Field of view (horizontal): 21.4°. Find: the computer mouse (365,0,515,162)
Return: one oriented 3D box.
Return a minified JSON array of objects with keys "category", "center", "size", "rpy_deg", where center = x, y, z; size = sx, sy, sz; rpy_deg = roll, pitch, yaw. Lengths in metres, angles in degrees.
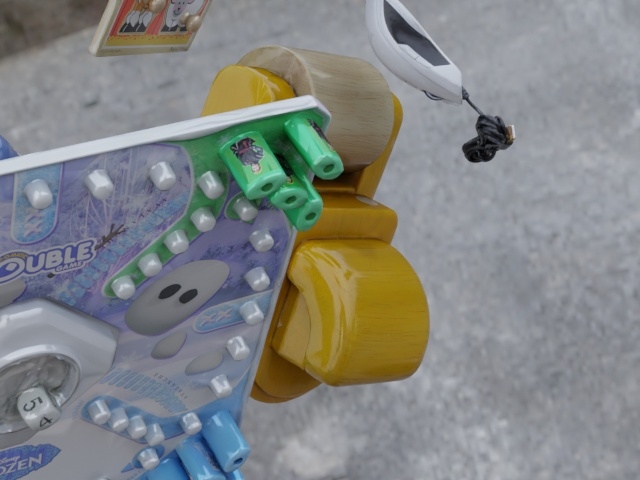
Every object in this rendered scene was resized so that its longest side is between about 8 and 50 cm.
[{"category":"computer mouse","center":[0.098,-0.147,1.540],"size":[0.042,0.193,0.106],"rpy_deg":[-43,3,-7]}]

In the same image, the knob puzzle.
[{"category":"knob puzzle","center":[-0.127,-0.259,1.611],"size":[0.030,0.213,0.213],"rpy_deg":[34,53,19]}]

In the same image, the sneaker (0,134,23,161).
[{"category":"sneaker","center":[-0.369,0.001,1.830],"size":[0.315,0.182,0.127],"rpy_deg":[-29,49,41]}]

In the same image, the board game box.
[{"category":"board game box","center":[-0.191,0.097,1.083],"size":[0.390,0.390,0.050],"rpy_deg":[-14,54,-27]}]

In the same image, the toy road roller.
[{"category":"toy road roller","center":[0.000,0.000,1.602],"size":[0.241,0.329,0.202],"rpy_deg":[29,18,34]}]
